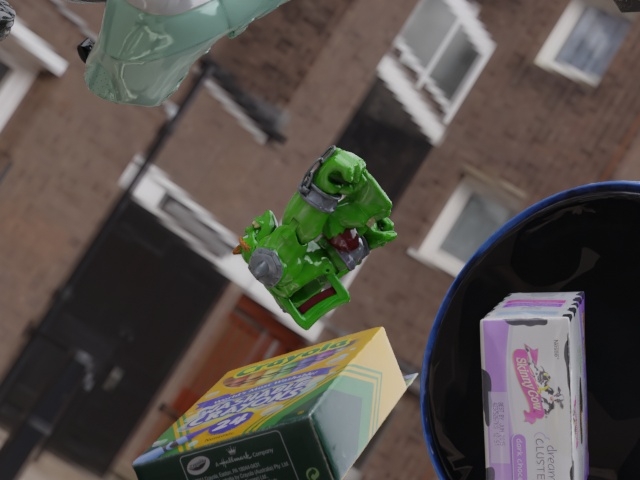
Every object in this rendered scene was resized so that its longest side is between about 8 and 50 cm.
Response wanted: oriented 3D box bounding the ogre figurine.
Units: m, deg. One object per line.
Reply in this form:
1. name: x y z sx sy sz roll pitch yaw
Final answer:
1. ogre figurine: 0.000 0.000 1.211 0.097 0.118 0.197 45 -4 -3

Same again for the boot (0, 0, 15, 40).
1. boot: -0.385 -0.128 1.355 0.083 0.246 0.161 46 -38 40

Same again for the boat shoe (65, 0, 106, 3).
1. boat shoe: -0.148 -0.243 1.406 0.228 0.080 0.076 -1 18 -39

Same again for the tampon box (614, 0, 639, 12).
1. tampon box: 0.401 -0.347 1.842 0.120 0.101 0.161 53 -14 -19

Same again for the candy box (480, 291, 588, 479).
1. candy box: 0.175 0.131 1.258 0.070 0.165 0.196 -1 3 13

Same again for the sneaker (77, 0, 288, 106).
1. sneaker: -0.107 -0.198 1.367 0.094 0.151 0.256 46 40 17

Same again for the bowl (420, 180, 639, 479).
1. bowl: 0.260 0.124 1.468 0.391 0.391 0.077 24 -4 44

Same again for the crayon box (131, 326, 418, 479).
1. crayon box: -0.038 0.185 1.653 0.083 0.203 0.323 69 22 -7
